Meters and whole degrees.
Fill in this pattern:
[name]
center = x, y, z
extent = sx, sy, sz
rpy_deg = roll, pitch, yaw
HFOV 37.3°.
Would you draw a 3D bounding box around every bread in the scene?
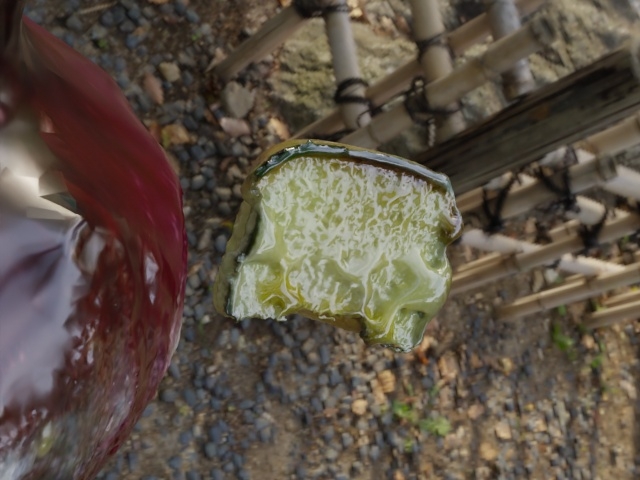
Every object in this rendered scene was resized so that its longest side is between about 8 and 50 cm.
[bread]
center = 0.000, -0.001, 0.849
extent = 0.251, 0.133, 0.174
rpy_deg = 10, 94, -39

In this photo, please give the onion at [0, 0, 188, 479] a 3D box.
[onion]
center = -0.220, -0.069, 0.395
extent = 0.398, 0.420, 0.398
rpy_deg = 23, 25, -12
